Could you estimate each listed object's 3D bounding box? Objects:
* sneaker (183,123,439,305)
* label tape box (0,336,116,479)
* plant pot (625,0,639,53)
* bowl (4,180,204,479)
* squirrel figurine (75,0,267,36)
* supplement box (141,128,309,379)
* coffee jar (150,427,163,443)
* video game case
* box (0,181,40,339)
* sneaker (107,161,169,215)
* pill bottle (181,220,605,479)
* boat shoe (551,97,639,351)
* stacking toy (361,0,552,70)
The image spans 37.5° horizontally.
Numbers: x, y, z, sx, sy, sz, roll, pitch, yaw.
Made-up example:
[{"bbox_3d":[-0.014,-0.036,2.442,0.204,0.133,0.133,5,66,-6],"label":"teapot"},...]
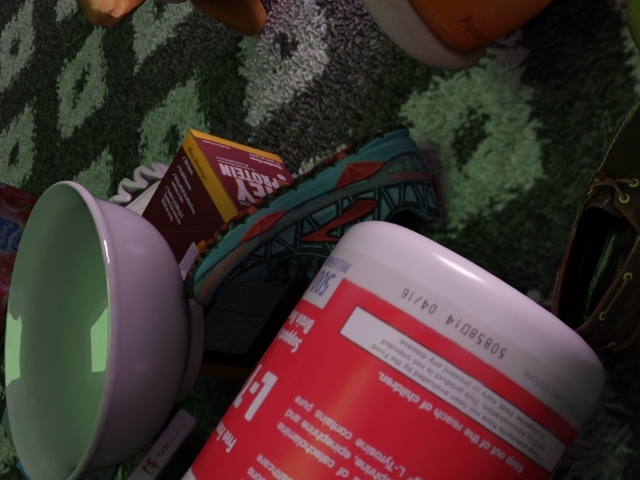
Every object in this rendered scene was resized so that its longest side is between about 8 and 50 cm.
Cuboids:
[{"bbox_3d":[0.000,0.000,0.873,0.125,0.262,0.104,58,171,0],"label":"sneaker"},{"bbox_3d":[-0.371,0.230,1.320,0.249,0.115,0.347,35,104,49],"label":"label tape box"},{"bbox_3d":[0.306,-0.100,0.530,0.276,0.276,0.253,-48,35,30],"label":"plant pot"},{"bbox_3d":[-0.205,0.093,0.934,0.298,0.134,0.297,-9,79,55],"label":"bowl"},{"bbox_3d":[-0.126,-0.477,1.054,0.370,0.281,0.397,-43,65,34],"label":"squirrel figurine"},{"bbox_3d":[-0.108,0.018,1.057,0.194,0.129,0.191,-56,43,23],"label":"supplement box"},{"bbox_3d":[-0.222,0.164,1.176,0.079,0.096,0.184,32,105,51],"label":"coffee jar"},{"bbox_3d":[-0.195,0.281,0.993,0.206,0.026,0.227,-52,-8,-17],"label":"video game case"},{"bbox_3d":[-0.496,0.035,1.425,0.257,0.123,0.128,-83,18,-58],"label":"box"},{"bbox_3d":[-0.258,0.021,1.176,0.118,0.110,0.292,26,64,36],"label":"sneaker"},{"bbox_3d":[0.013,0.208,0.698,0.229,0.229,0.407,26,80,50],"label":"pill bottle"},{"bbox_3d":[0.231,-0.016,0.714,0.073,0.073,0.206,13,88,51],"label":"boat shoe"},{"bbox_3d":[0.244,-0.346,0.688,0.480,0.351,0.350,-12,69,27],"label":"stacking toy"}]
